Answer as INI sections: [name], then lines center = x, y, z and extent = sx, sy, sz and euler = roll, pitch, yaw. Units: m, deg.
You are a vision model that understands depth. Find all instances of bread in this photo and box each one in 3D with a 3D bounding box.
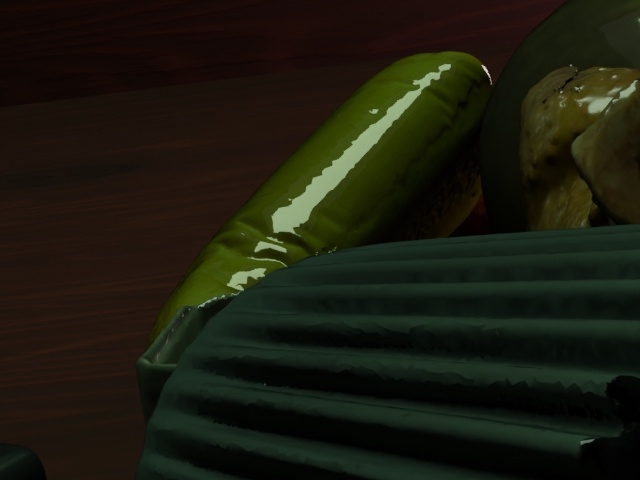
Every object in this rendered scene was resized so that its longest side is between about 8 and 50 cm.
[bread]
center = 0.000, 0.000, 1.482
extent = 0.112, 0.166, 0.383
euler = 28, 54, 21

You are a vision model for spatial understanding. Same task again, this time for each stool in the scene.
[stool]
center = 0.102, 0.134, 0.827
extent = 0.297, 0.297, 0.330
euler = -16, 10, -32

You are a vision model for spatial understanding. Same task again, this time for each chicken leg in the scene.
[chicken leg]
center = 0.178, 0.000, 1.076
extent = 0.182, 0.295, 0.409
euler = -26, -27, 10

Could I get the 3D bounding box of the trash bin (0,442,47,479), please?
[trash bin]
center = -0.285, 0.206, 1.145
extent = 0.165, 0.115, 0.225
euler = 3, 21, 39

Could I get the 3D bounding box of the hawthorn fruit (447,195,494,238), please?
[hawthorn fruit]
center = 0.077, -0.008, 1.704
extent = 0.251, 0.189, 0.189
euler = -25, 20, -36

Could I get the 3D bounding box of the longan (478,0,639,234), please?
[longan]
center = 0.290, -0.064, 1.459
extent = 0.361, 0.361, 0.361
euler = -8, 13, 2

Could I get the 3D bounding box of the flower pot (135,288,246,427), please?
[flower pot]
center = 0.024, 0.124, 1.116
extent = 0.239, 0.189, 0.209
euler = -15, 14, -20
